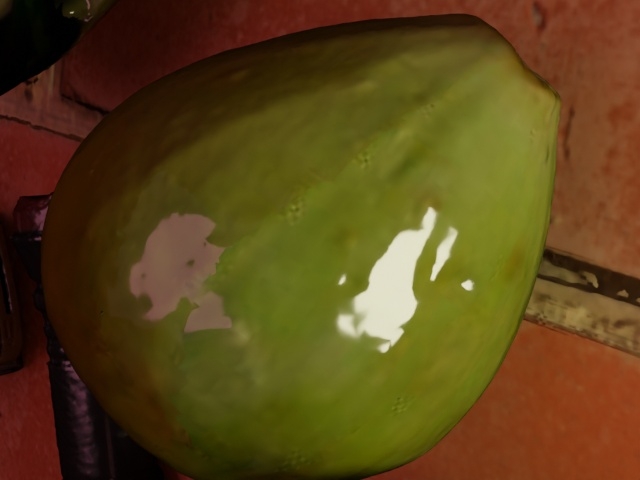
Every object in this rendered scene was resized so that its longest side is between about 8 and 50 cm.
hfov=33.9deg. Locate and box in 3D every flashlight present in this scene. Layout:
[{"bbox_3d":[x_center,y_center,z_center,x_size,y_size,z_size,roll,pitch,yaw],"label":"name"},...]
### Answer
[{"bbox_3d":[-0.144,0.080,0.689,0.093,0.093,0.232,1,100,45],"label":"flashlight"}]

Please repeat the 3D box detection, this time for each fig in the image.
[{"bbox_3d":[0.001,0.010,0.465,0.230,0.207,0.207,-13,83,12],"label":"fig"}]

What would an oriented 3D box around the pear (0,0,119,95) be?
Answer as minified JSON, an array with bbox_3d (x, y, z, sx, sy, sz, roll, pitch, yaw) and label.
[{"bbox_3d":[-0.195,-0.289,0.630,0.398,0.165,0.399,14,114,35],"label":"pear"}]

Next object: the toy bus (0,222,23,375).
[{"bbox_3d":[-0.366,0.068,0.852,0.289,0.157,0.139,-20,79,44],"label":"toy bus"}]
